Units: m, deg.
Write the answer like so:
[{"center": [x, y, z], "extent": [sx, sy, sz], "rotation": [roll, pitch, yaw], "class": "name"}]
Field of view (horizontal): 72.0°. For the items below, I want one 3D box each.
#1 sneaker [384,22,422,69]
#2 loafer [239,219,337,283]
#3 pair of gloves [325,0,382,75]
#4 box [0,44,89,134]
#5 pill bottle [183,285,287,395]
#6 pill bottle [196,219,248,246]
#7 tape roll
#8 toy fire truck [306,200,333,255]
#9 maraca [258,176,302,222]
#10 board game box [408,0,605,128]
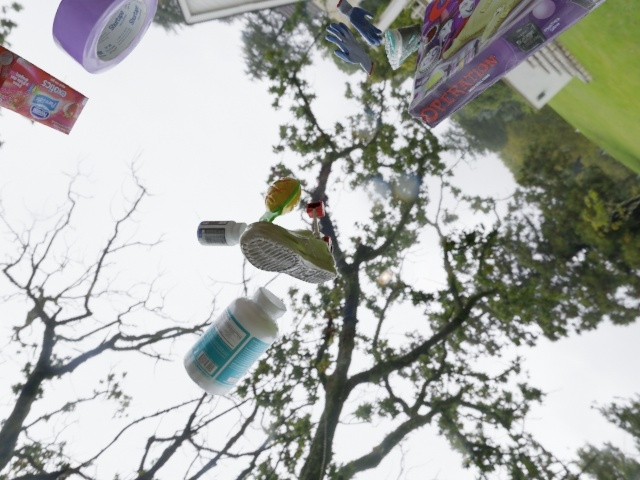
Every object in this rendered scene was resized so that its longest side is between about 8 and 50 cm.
[{"center": [0.175, -0.400, 0.907], "extent": [0.166, 0.076, 0.065], "rotation": [-65, -44, -76], "class": "sneaker"}, {"center": [-0.063, 0.016, 0.900], "extent": [0.268, 0.102, 0.092], "rotation": [32, -138, -50], "class": "loafer"}, {"center": [0.089, -0.519, 1.112], "extent": [0.159, 0.023, 0.198], "rotation": [31, -118, -31], "class": "pair of gloves"}, {"center": [-0.720, -0.372, 1.081], "extent": [0.128, 0.123, 0.257], "rotation": [30, 180, 6], "class": "box"}, {"center": [-0.202, 0.240, 1.088], "extent": [0.146, 0.264, 0.146], "rotation": [42, -177, -3], "class": "pill bottle"}, {"center": [-0.282, -0.021, 1.282], "extent": [0.078, 0.137, 0.078], "rotation": [1, -90, -73], "class": "pill bottle"}, {"center": [-0.538, -0.559, 1.115], "extent": [0.090, 0.275, 0.275], "rotation": [39, -151, -12], "class": "tape roll"}, {"center": [0.000, 0.000, 1.217], "extent": [0.135, 0.047, 0.192], "rotation": [70, -167, -47], "class": "toy fire truck"}, {"center": [-0.120, -0.116, 1.309], "extent": [0.099, 0.127, 0.186], "rotation": [43, -124, -23], "class": "maraca"}, {"center": [0.227, -0.287, 0.450], "extent": [0.056, 0.347, 0.208], "rotation": [28, -120, -19], "class": "board game box"}]
